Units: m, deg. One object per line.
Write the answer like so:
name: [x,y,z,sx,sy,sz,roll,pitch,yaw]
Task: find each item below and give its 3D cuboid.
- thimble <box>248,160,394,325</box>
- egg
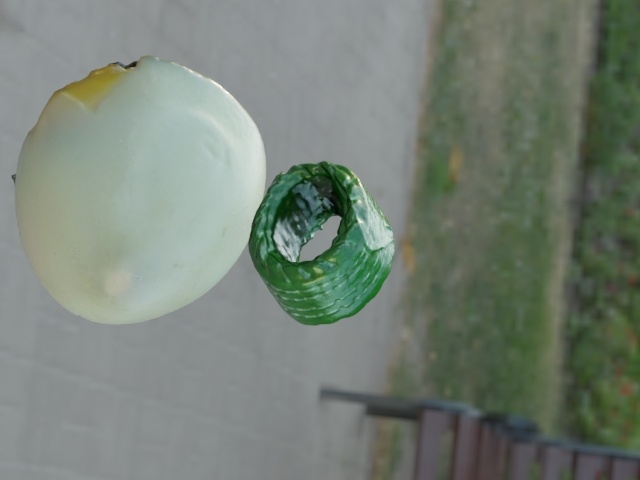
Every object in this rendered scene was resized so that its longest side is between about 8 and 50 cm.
thimble: [0.000,0.000,1.672,0.090,0.118,0.130,55,13,-52]
egg: [-0.183,-0.033,1.997,0.286,0.264,0.174,-57,-161,21]
